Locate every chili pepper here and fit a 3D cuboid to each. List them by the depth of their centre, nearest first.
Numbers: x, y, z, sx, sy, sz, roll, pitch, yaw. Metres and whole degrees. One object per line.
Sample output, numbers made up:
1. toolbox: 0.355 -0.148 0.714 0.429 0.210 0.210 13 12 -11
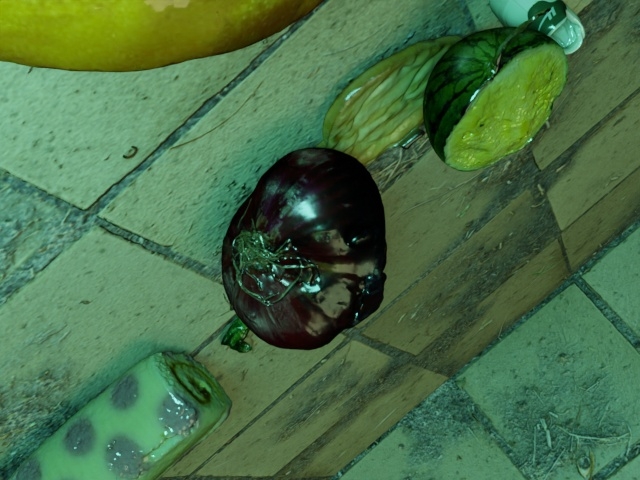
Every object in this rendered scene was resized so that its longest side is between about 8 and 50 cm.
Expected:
1. chili pepper: -0.139 0.165 1.524 0.055 0.035 0.118 -14 146 -14

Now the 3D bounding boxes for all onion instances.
1. onion: -0.015 0.002 1.186 0.281 0.221 0.281 -29 139 -29

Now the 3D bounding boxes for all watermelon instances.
1. watermelon: 0.211 -0.196 1.175 0.204 0.127 0.232 -42 151 6

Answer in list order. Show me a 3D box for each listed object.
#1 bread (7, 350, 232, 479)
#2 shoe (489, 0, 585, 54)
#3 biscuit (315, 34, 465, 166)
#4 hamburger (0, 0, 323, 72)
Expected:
1. bread: -0.314 0.319 1.396 0.338 0.155 0.187 -42 167 5
2. shoe: 0.321 -0.287 1.277 0.095 0.110 0.265 -47 153 17
3. biscuit: 0.100 -0.189 1.224 0.260 0.041 0.203 -37 152 -7
4. hamburger: -0.108 -0.262 0.437 0.330 0.330 0.250 -27 153 -25
